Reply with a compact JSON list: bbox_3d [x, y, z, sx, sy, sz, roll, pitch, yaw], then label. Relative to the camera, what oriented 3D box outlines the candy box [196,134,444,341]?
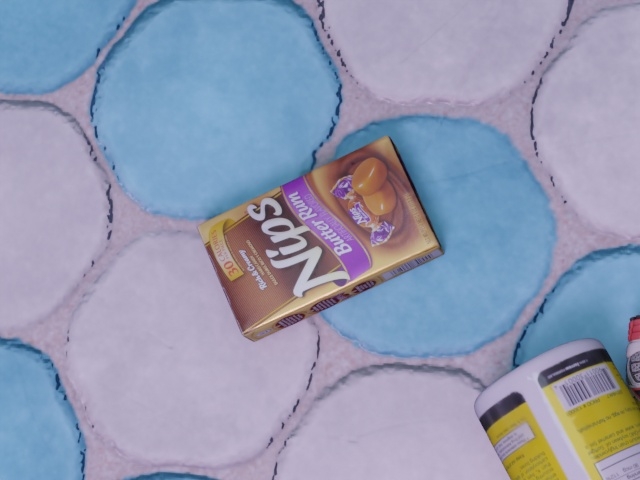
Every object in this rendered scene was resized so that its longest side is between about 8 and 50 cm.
[{"bbox_3d":[0.000,0.000,1.492,0.187,0.053,0.109,-26,76,6],"label":"candy box"}]

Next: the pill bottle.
[{"bbox_3d":[0.219,0.193,1.372,0.119,0.119,0.208,-28,73,4],"label":"pill bottle"}]

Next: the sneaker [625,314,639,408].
[{"bbox_3d":[0.357,0.119,1.390,0.225,0.088,0.092,8,88,20],"label":"sneaker"}]
